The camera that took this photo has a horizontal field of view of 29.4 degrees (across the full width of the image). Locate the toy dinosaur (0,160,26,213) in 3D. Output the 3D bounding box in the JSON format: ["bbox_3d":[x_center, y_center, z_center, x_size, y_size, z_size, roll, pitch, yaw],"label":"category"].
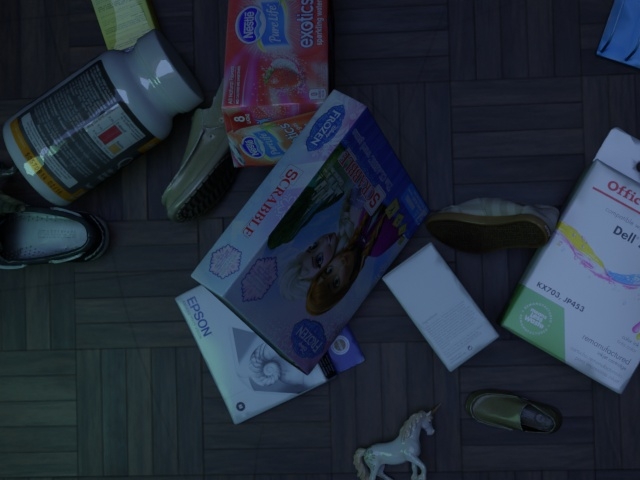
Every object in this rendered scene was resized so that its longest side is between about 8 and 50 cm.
[{"bbox_3d":[-0.508,-0.083,1.869,0.268,0.064,0.118,4,52,37],"label":"toy dinosaur"}]

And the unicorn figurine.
[{"bbox_3d":[0.123,0.323,1.843,0.161,0.060,0.111,-17,87,4],"label":"unicorn figurine"}]

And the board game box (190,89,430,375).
[{"bbox_3d":[0.000,0.000,1.717,0.066,0.319,0.318,32,81,31],"label":"board game box"}]

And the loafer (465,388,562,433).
[{"bbox_3d":[0.292,0.258,1.836,0.148,0.050,0.056,8,89,5],"label":"loafer"}]

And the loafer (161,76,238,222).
[{"bbox_3d":[-0.165,-0.148,1.871,0.092,0.102,0.268,31,78,17],"label":"loafer"}]

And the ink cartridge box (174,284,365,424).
[{"bbox_3d":[-0.077,0.137,1.875,0.224,0.045,0.223,-27,86,3],"label":"ink cartridge box"}]

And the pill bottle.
[{"bbox_3d":[-0.325,-0.187,1.842,0.278,0.162,0.162,-33,86,8],"label":"pill bottle"}]

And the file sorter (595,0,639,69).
[{"bbox_3d":[0.515,-0.312,1.809,0.170,0.104,0.118,19,90,5],"label":"file sorter"}]

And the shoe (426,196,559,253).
[{"bbox_3d":[0.255,-0.025,1.809,0.058,0.219,0.077,-54,128,-32],"label":"shoe"}]

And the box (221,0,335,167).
[{"bbox_3d":[-0.057,-0.266,1.774,0.154,0.142,0.300,-2,56,4],"label":"box"}]

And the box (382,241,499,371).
[{"bbox_3d":[0.178,0.097,1.812,0.091,0.130,0.170,-36,86,4],"label":"box"}]

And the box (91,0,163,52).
[{"bbox_3d":[-0.318,-0.395,1.909,0.087,0.058,0.232,-20,87,5],"label":"box"}]

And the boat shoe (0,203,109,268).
[{"bbox_3d":[-0.484,-0.012,1.893,0.302,0.091,0.114,-5,87,5],"label":"boat shoe"}]

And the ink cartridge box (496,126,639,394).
[{"bbox_3d":[0.435,0.021,1.797,0.207,0.119,0.353,29,90,7],"label":"ink cartridge box"}]
